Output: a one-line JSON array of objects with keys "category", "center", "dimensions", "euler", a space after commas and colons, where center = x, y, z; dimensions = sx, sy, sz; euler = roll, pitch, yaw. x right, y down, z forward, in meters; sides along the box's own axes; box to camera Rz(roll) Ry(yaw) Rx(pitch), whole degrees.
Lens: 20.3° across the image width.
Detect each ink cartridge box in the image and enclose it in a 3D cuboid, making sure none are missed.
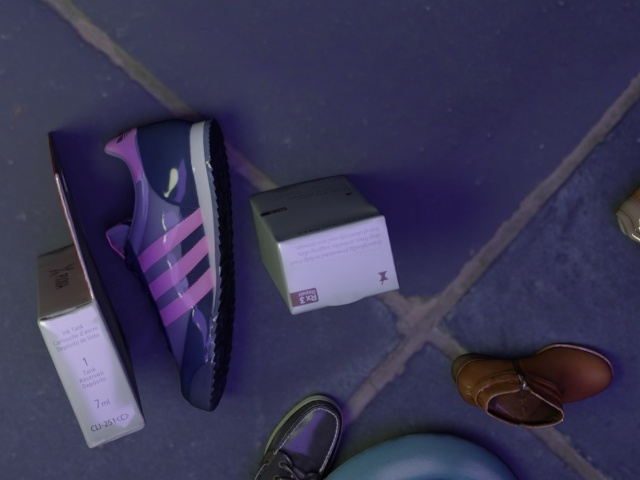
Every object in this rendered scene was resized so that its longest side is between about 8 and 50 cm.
[{"category": "ink cartridge box", "center": [-0.254, 0.041, 1.800], "dimensions": [0.066, 0.296, 0.261], "euler": [-20, 103, -5]}]

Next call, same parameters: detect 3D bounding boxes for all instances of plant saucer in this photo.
[{"category": "plant saucer", "center": [0.107, 0.373, 2.026], "dimensions": [0.317, 0.044, 0.317], "euler": [-7, 110, -20]}]

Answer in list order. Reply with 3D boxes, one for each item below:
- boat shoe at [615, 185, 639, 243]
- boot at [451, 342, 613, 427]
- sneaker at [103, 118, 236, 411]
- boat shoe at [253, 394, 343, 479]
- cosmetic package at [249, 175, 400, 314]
[{"category": "boat shoe", "center": [0.444, 0.059, 2.027], "dimensions": [0.103, 0.113, 0.302], "euler": [-33, 94, -1]}, {"category": "boot", "center": [0.250, 0.169, 1.986], "dimensions": [0.197, 0.152, 0.073], "euler": [-2, 101, -9]}, {"category": "sneaker", "center": [-0.162, 0.027, 1.925], "dimensions": [0.131, 0.112, 0.319], "euler": [-1, 99, 7]}, {"category": "boat shoe", "center": [-0.040, 0.279, 1.999], "dimensions": [0.080, 0.073, 0.223], "euler": [32, 95, -14]}, {"category": "cosmetic package", "center": [0.000, 0.000, 1.868], "dimensions": [0.117, 0.231, 0.085], "euler": [-14, 103, -7]}]
